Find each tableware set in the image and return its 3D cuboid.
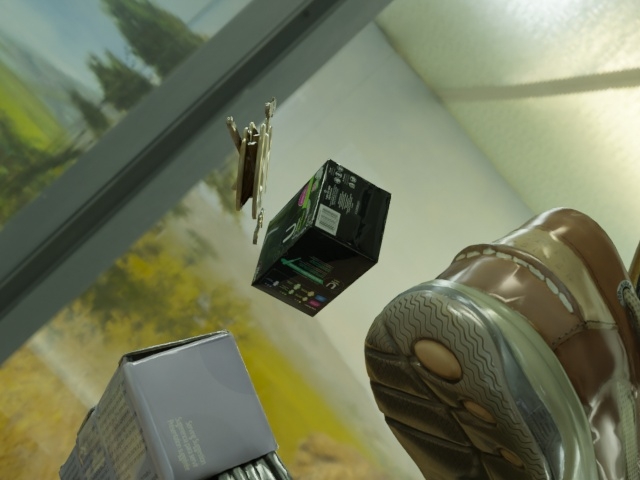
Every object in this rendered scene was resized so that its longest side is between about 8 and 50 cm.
[{"bbox_3d":[-0.069,-0.073,0.881,0.039,0.128,0.194,6,9,-2],"label":"tableware set"}]

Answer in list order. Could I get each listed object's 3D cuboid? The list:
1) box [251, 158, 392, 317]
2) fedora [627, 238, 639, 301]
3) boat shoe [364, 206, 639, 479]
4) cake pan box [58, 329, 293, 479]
[{"bbox_3d":[0.000,0.000,0.611,0.052,0.062,0.083,28,-40,-16],"label":"box"},{"bbox_3d":[0.274,0.027,0.637,0.079,0.194,0.194,21,-3,0],"label":"fedora"},{"bbox_3d":[0.121,0.121,0.456,0.123,0.116,0.324,27,-32,38],"label":"boat shoe"},{"bbox_3d":[-0.070,0.206,0.530,0.246,0.070,0.267,64,-31,17],"label":"cake pan box"}]
